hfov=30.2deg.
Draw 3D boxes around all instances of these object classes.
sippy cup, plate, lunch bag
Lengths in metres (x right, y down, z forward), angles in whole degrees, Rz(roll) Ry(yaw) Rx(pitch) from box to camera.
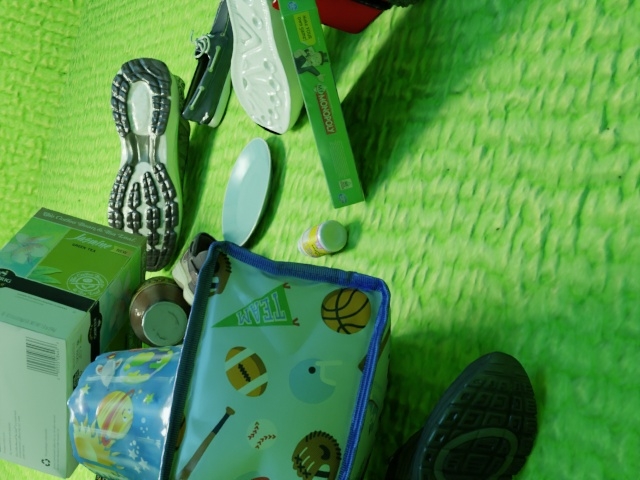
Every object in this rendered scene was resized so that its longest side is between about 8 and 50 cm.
[{"bbox_3d":[-0.198,0.235,1.553,0.224,0.305,0.240,1,94,28],"label":"sippy cup"},{"bbox_3d":[-0.114,-0.075,1.937,0.188,0.024,0.188,-42,40,50],"label":"plate"},{"bbox_3d":[-0.050,0.238,1.261,0.328,0.238,0.386,84,-161,-73],"label":"lunch bag"}]

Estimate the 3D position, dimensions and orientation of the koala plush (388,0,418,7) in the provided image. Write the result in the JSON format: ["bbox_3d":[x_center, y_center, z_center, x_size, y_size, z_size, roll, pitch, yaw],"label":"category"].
[{"bbox_3d":[0.088,-0.459,1.533,0.203,0.196,0.221,-46,35,28],"label":"koala plush"}]

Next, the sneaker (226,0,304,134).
[{"bbox_3d":[-0.026,-0.341,1.813,0.236,0.130,0.323,-46,-32,-31],"label":"sneaker"}]

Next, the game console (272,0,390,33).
[{"bbox_3d":[0.023,-0.362,1.647,0.085,0.144,0.124,26,102,64],"label":"game console"}]

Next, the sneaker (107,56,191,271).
[{"bbox_3d":[-0.298,-0.144,2.285,0.182,0.158,0.411,-19,-65,-66],"label":"sneaker"}]

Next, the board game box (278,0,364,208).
[{"bbox_3d":[-0.009,-0.226,1.541,0.317,0.046,0.214,74,-178,-45],"label":"board game box"}]

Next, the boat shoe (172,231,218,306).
[{"bbox_3d":[-0.161,0.055,1.869,0.285,0.102,0.092,-144,68,-65],"label":"boat shoe"}]

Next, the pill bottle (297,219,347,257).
[{"bbox_3d":[0.000,0.000,1.622,0.083,0.043,0.043,-22,57,62],"label":"pill bottle"}]

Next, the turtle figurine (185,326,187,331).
[{"bbox_3d":[-0.158,0.250,1.754,0.175,0.118,0.234,64,-155,-59],"label":"turtle figurine"}]

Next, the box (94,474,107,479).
[{"bbox_3d":[-0.299,0.367,1.994,0.322,0.079,0.257,-49,25,46],"label":"box"}]

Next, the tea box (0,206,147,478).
[{"bbox_3d":[-0.470,0.175,2.097,0.323,0.219,0.329,-63,-15,-53],"label":"tea box"}]

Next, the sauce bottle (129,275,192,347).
[{"bbox_3d":[-0.258,0.120,1.950,0.344,0.111,0.111,-172,95,-79],"label":"sauce bottle"}]

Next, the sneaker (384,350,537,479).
[{"bbox_3d":[0.116,0.227,1.181,0.286,0.109,0.130,-66,20,17],"label":"sneaker"}]

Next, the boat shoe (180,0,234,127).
[{"bbox_3d":[-0.202,-0.340,2.205,0.095,0.079,0.255,16,92,66],"label":"boat shoe"}]
